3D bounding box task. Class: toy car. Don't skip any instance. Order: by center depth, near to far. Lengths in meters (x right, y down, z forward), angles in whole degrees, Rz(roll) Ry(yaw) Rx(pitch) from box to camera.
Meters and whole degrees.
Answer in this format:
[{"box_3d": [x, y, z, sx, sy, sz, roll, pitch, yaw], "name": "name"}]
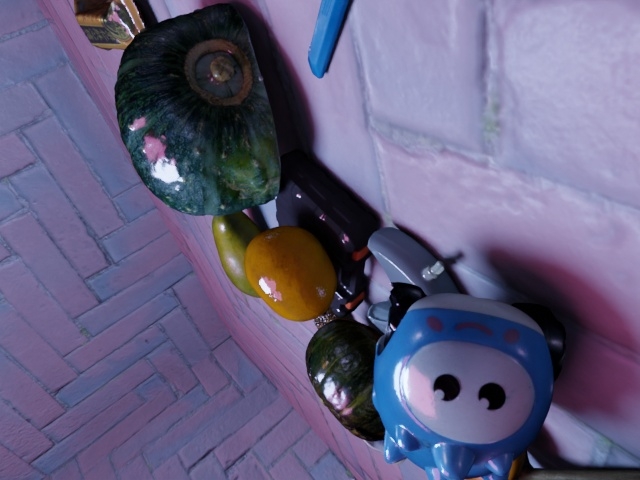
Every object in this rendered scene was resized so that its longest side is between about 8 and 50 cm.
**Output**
[{"box_3d": [0.148, 0.173, 0.513, 0.188, 0.190, 0.255, 10, 142, 10], "name": "toy car"}]

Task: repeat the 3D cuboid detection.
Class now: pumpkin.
[{"box_3d": [-0.198, -0.176, 0.704, 0.263, 0.196, 0.293, 177, 77, -74], "name": "pumpkin"}, {"box_3d": [0.071, 0.251, 0.842, 0.238, 0.159, 0.238, 45, -170, -11], "name": "pumpkin"}]

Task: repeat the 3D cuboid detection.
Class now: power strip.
[{"box_3d": [0.135, 0.086, 0.671, 0.167, 0.054, 0.254, 40, 155, 27], "name": "power strip"}]

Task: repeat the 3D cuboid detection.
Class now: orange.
[{"box_3d": [-0.043, 0.048, 0.711, 0.156, 0.124, 0.156, 45, 174, 6], "name": "orange"}]

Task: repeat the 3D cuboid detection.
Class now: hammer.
[{"box_3d": [0.330, 0.283, 0.544, 0.365, 0.043, 0.111, 122, 149, -61], "name": "hammer"}]

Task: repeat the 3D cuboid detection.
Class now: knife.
[{"box_3d": [0.020, -0.255, 0.441, 0.044, 0.026, 0.296, 55, 162, 7], "name": "knife"}]

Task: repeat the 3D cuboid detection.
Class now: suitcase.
[{"box_3d": [0.000, 0.000, 0.808, 0.206, 0.066, 0.286, 45, 157, 23], "name": "suitcase"}]

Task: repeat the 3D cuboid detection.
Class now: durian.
[{"box_3d": [0.023, 0.174, 1.007, 0.080, 0.080, 0.091, 36, 173, 40], "name": "durian"}]

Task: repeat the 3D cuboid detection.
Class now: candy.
[{"box_3d": [-0.431, -0.463, 0.986, 0.271, 0.101, 0.143, 28, 153, 40], "name": "candy"}]

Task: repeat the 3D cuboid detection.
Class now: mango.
[{"box_3d": [-0.182, 0.029, 1.142, 0.129, 0.146, 0.289, -8, 124, 18], "name": "mango"}]

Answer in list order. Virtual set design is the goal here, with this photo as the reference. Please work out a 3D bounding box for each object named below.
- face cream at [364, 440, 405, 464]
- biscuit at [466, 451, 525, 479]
[{"box_3d": [0.140, 0.466, 1.178, 0.070, 0.114, 0.224, -24, 111, 43], "name": "face cream"}, {"box_3d": [0.211, 0.275, 0.684, 0.170, 0.050, 0.171, 3, 94, 50], "name": "biscuit"}]
